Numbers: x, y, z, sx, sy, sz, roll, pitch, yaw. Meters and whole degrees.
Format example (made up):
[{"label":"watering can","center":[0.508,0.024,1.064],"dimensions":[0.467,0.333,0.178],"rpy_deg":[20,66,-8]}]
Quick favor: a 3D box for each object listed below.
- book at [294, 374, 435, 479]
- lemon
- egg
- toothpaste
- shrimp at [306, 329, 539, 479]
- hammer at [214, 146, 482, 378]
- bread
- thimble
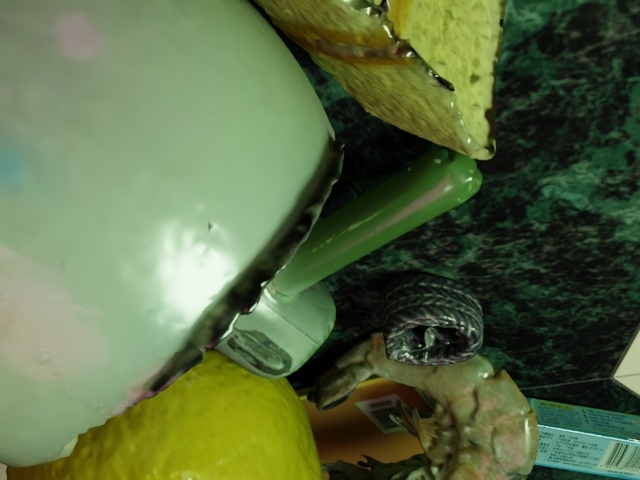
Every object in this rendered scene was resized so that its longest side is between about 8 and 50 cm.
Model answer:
[{"label":"book","center":[0.005,0.276,1.282],"dimensions":[0.374,0.028,0.262],"rpy_deg":[-17,135,26]},{"label":"lemon","center":[-0.168,0.244,1.051],"dimensions":[0.336,0.336,0.336],"rpy_deg":[4,141,3]},{"label":"egg","center":[-0.215,-0.081,0.645],"dimensions":[0.354,0.354,0.340],"rpy_deg":[-29,114,36]},{"label":"toothpaste","center":[0.269,0.227,1.148],"dimensions":[0.267,0.050,0.065],"rpy_deg":[10,125,-7]},{"label":"shrimp","center":[0.079,0.230,1.112],"dimensions":[0.360,0.085,0.247],"rpy_deg":[-28,91,33]},{"label":"hammer","center":[0.000,0.000,0.895],"dimensions":[0.335,0.119,0.206],"rpy_deg":[-30,129,28]},{"label":"bread","center":[0.028,-0.168,0.616],"dimensions":[0.142,0.178,0.266],"rpy_deg":[-27,134,26]},{"label":"thimble","center":[0.114,0.081,1.001],"dimensions":[0.104,0.066,0.095],"rpy_deg":[-5,140,10]}]
